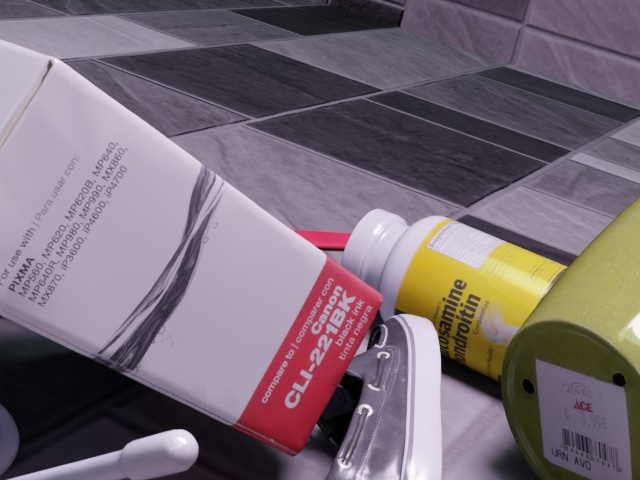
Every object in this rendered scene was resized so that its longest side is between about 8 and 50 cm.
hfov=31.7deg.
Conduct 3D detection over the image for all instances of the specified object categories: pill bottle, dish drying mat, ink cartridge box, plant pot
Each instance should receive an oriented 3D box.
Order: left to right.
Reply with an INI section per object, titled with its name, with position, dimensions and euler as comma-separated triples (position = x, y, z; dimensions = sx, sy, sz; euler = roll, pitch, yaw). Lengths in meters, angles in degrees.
[ink cartridge box]
position = -0.127, -0.003, 0.630
dimensions = 0.197, 0.114, 0.273
euler = 23, -9, 44
[dish drying mat]
position = 0.000, 0.000, 1.071
dimensions = 0.083, 0.008, 0.032
euler = 3, 23, -32
[pill bottle]
position = 0.111, 0.042, 0.892
dimensions = 0.184, 0.103, 0.103
euler = 24, 21, 25
[plant pot]
position = 0.274, 0.069, 0.758
dimensions = 0.294, 0.274, 0.275
euler = -21, 37, -33

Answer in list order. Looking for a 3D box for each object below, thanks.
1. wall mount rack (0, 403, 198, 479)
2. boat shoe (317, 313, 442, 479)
[wall mount rack]
position = -0.240, 0.092, 0.468
dimensions = 0.304, 0.130, 0.350
euler = 27, 24, 31
[boat shoe]
position = 0.029, 0.108, 0.706
dimensions = 0.076, 0.080, 0.228
euler = 15, 27, -3
